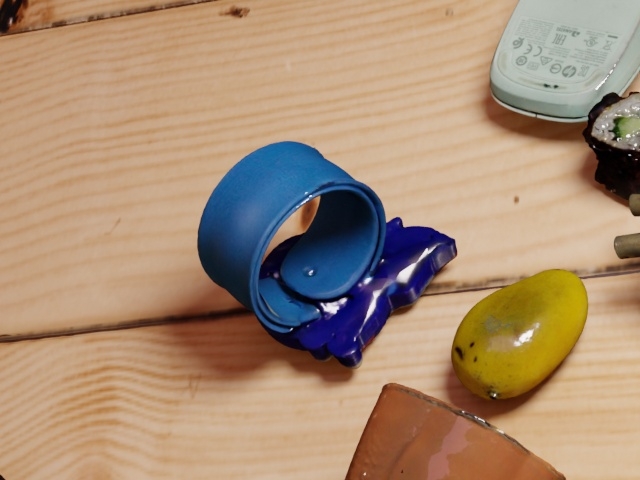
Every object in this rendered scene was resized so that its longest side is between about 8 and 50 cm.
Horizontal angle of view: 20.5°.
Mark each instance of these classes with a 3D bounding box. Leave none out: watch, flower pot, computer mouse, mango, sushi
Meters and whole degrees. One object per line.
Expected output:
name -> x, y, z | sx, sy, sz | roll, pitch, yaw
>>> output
watch -> -0.009, 0.003, 1.732 | 0.171, 0.200, 0.196 | 25, 67, 40
flower pot -> 0.094, 0.242, 1.511 | 0.190, 0.190, 0.173 | 19, 74, 34
computer mouse -> 0.295, -0.238, 1.888 | 0.159, 0.097, 0.288 | 17, 70, 31
mango -> 0.191, 0.082, 1.668 | 0.103, 0.076, 0.161 | 22, 54, 42
sushi -> 0.318, -0.098, 1.763 | 0.094, 0.084, 0.098 | 21, 57, 39

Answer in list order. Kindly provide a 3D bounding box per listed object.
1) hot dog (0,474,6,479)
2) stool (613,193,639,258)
hot dog -> -0.384, 0.295, 1.688 | 0.194, 0.107, 0.326 | -32, 50, -26
stool -> 0.348, 0.025, 1.628 | 0.121, 0.125, 0.217 | -16, 63, 33
